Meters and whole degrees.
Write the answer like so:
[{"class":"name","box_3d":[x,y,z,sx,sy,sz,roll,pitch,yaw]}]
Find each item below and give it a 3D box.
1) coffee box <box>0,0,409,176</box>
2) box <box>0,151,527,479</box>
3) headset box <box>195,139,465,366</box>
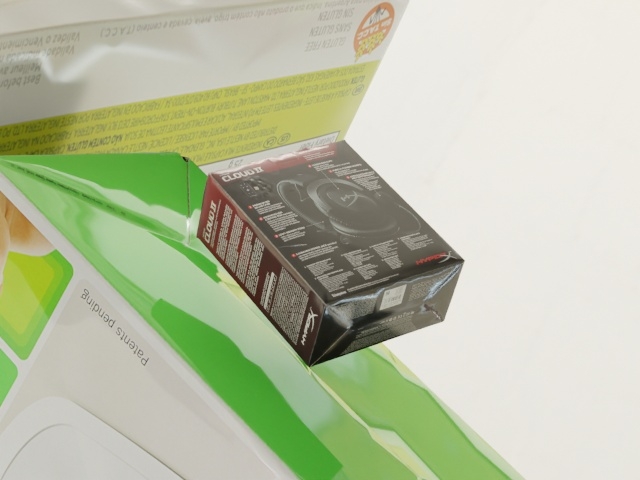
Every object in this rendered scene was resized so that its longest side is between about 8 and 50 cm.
[{"class":"coffee box","box_3d":[-0.229,-0.067,0.814,0.338,0.334,0.338,40,-147,24]},{"class":"box","box_3d":[-0.060,0.133,0.610,0.262,0.231,0.127,44,-156,24]},{"class":"headset box","box_3d":[0.000,0.000,0.556,0.062,0.032,0.083,-17,-133,-34]}]
